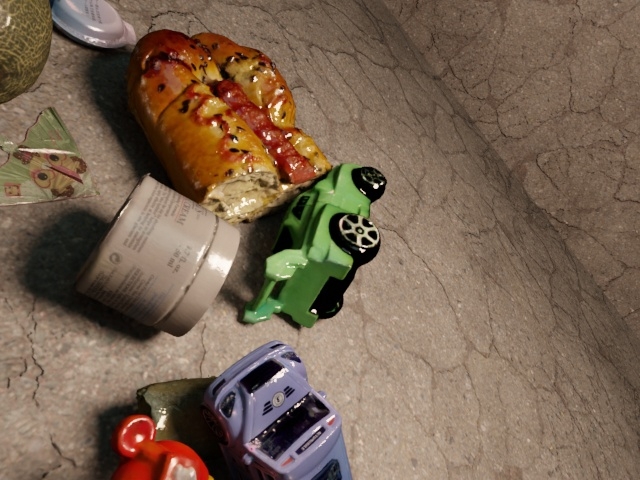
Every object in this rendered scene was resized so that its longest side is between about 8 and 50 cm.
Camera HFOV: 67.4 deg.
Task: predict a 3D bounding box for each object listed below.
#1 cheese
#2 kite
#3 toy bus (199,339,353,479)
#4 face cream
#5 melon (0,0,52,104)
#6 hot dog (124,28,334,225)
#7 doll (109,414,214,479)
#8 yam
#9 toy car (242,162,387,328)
[{"bbox_3d":[-0.449,-0.408,0.853,0.244,0.052,0.135,6,54,-43],"label":"cheese"},{"bbox_3d":[-0.434,-0.129,0.683,0.250,0.012,0.230,32,41,-24],"label":"kite"},{"bbox_3d":[-0.034,0.275,0.582,0.125,0.133,0.293,-30,118,-38],"label":"toy bus"},{"bbox_3d":[-0.219,0.021,0.651,0.152,0.177,0.178,33,41,-24],"label":"face cream"},{"bbox_3d":[-0.477,-0.310,0.592,0.237,0.237,0.302,-20,70,-52],"label":"melon"},{"bbox_3d":[-0.171,-0.232,0.901,0.366,0.196,0.367,55,35,9],"label":"hot dog"},{"bbox_3d":[-0.131,0.348,0.485,0.182,0.160,0.364,-21,94,-54],"label":"doll"},{"bbox_3d":[-0.125,0.232,0.646,0.259,0.106,0.106,7,57,-44],"label":"yam"},{"bbox_3d":[0.000,0.000,0.881,0.176,0.214,0.359,21,45,-7],"label":"toy car"}]
